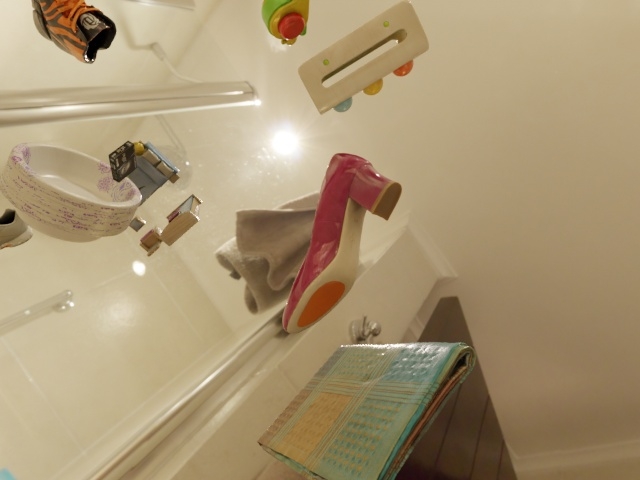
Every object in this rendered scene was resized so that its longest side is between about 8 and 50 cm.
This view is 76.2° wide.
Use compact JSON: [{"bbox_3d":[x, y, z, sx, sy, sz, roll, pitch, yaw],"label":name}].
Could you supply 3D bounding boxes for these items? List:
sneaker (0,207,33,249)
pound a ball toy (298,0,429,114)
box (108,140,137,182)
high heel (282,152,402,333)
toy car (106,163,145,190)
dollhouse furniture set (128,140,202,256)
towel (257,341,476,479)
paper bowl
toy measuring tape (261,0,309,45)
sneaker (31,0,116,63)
[{"bbox_3d":[-0.986,-0.004,1.191,0.099,0.263,0.121,22,-46,7],"label":"sneaker"},{"bbox_3d":[0.118,-0.417,0.958,0.318,0.208,0.136,-28,-76,9],"label":"pound a ball toy"},{"bbox_3d":[-0.474,-0.189,0.983,0.018,0.067,0.083,29,-39,3],"label":"box"},{"bbox_3d":[0.000,0.000,0.547,0.117,0.082,0.244,38,-76,40],"label":"high heel"},{"bbox_3d":[-0.635,-0.166,1.265,0.154,0.188,0.149,11,-75,8],"label":"toy car"},{"bbox_3d":[-0.596,-0.131,1.371,0.286,0.198,0.303,-40,-65,6],"label":"dollhouse furniture set"},{"bbox_3d":[0.054,0.270,0.675,0.040,0.271,0.370,53,-31,-6],"label":"towel"},{"bbox_3d":[-0.602,-0.103,0.988,0.284,0.284,0.148,37,-76,12],"label":"paper bowl"},{"bbox_3d":[-0.088,-0.593,0.979,0.121,0.121,0.330,42,-14,9],"label":"toy measuring tape"},{"bbox_3d":[-0.517,-0.516,0.844,0.180,0.125,0.321,37,-29,6],"label":"sneaker"}]
